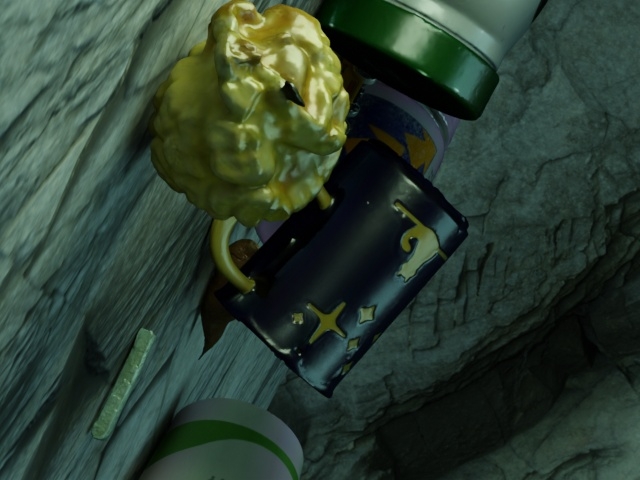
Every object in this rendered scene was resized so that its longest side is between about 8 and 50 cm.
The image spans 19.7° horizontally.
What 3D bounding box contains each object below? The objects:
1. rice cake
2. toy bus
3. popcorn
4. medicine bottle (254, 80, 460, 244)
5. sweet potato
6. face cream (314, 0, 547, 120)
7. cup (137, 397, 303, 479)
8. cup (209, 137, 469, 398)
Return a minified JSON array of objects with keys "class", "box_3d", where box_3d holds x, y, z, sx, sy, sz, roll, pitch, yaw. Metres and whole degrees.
[{"class":"rice cake","box_3d":[-0.196,0.144,1.836,0.022,0.021,0.121,59,56,-79]},{"class":"toy bus","box_3d":[0.007,-0.155,2.125,0.069,0.074,0.162,-58,-177,44]},{"class":"popcorn","box_3d":[-0.055,-0.098,1.409,0.170,0.180,0.180,-13,-144,43]},{"class":"medicine bottle","box_3d":[0.053,-0.098,2.294,0.290,0.178,0.178,-60,174,-31]},{"class":"sweet potato","box_3d":[-0.114,0.071,2.173,0.195,0.056,0.056,-63,177,38]},{"class":"face cream","box_3d":[0.162,-0.331,1.978,0.357,0.219,0.312,-60,177,-2]},{"class":"cup","box_3d":[-0.143,0.358,2.364,0.274,0.253,0.253,-71,-178,-45]},{"class":"cup","box_3d":[0.016,0.015,2.033,0.256,0.178,0.255,-49,158,1]}]
